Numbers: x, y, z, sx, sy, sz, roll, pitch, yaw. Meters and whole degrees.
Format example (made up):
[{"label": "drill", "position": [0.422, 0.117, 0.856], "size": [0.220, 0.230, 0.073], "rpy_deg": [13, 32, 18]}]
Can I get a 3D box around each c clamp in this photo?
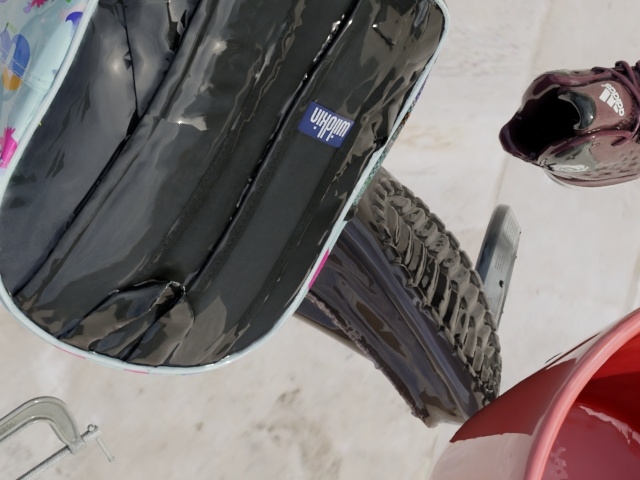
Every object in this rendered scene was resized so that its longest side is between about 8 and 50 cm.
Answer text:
[{"label": "c clamp", "position": [-0.289, 0.219, 1.404], "size": [0.161, 0.022, 0.137], "rpy_deg": [-30, 135, -17]}]

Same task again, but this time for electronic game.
[{"label": "electronic game", "position": [0.165, 0.073, 1.488], "size": [0.048, 0.229, 0.229], "rpy_deg": [15, 99, 10]}]

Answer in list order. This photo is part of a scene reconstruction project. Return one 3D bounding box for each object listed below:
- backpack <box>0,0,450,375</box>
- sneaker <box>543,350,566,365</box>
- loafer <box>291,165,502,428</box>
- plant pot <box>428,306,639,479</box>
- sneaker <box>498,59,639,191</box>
[{"label": "backpack", "position": [-0.083, -0.064, 0.751], "size": [0.191, 0.225, 0.253], "rpy_deg": [29, 96, 48]}, {"label": "sneaker", "position": [0.253, 0.101, 1.094], "size": [0.081, 0.232, 0.090], "rpy_deg": [-39, 116, -29]}, {"label": "loafer", "position": [0.000, 0.000, 1.066], "size": [0.130, 0.134, 0.366], "rpy_deg": [-35, 95, 26]}, {"label": "plant pot", "position": [0.187, 0.173, 0.824], "size": [0.275, 0.243, 0.275], "rpy_deg": [3, 79, -17]}, {"label": "sneaker", "position": [0.257, -0.096, 1.028], "size": [0.281, 0.162, 0.106], "rpy_deg": [-19, 78, 34]}]
